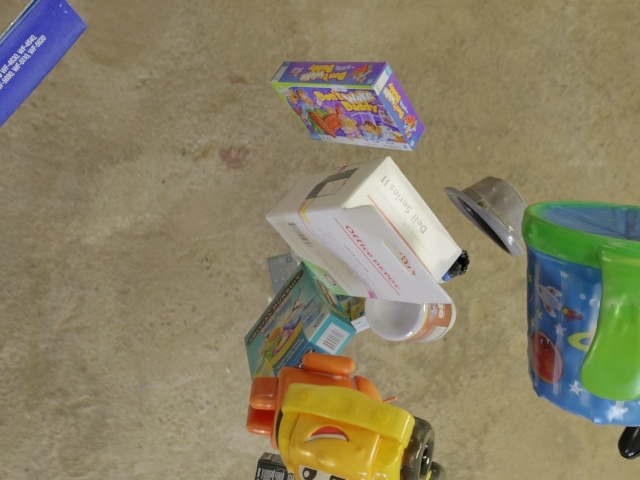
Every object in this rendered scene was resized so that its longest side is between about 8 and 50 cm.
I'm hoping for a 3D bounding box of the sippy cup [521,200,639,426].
[{"bbox_3d":[0.344,0.084,0.763,0.306,0.240,0.223,-6,108,-31],"label":"sippy cup"}]

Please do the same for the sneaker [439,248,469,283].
[{"bbox_3d":[0.327,0.037,1.587,0.058,0.085,0.152,52,37,-23],"label":"sneaker"}]

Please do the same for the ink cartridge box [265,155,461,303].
[{"bbox_3d":[0.078,-0.013,1.048,0.119,0.353,0.207,-48,110,-20],"label":"ink cartridge box"}]

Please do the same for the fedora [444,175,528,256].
[{"bbox_3d":[0.467,-0.084,1.724,0.124,0.244,0.275,-43,42,4],"label":"fedora"}]

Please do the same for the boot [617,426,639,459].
[{"bbox_3d":[0.508,0.290,1.059,0.099,0.045,0.121,36,98,-24],"label":"boot"}]

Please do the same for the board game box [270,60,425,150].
[{"bbox_3d":[0.066,-0.347,1.664,0.347,0.233,0.078,14,66,42],"label":"board game box"}]

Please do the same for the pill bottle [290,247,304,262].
[{"bbox_3d":[0.000,0.000,1.614,0.103,0.184,0.103,11,68,-29],"label":"pill bottle"}]

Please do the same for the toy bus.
[{"bbox_3d":[0.015,0.270,0.613,0.150,0.220,0.211,9,51,26],"label":"toy bus"}]

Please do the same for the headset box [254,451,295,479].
[{"bbox_3d":[-0.012,0.620,1.463,0.294,0.110,0.217,9,84,5],"label":"headset box"}]

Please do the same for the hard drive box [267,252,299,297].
[{"bbox_3d":[-0.084,0.166,1.931,0.089,0.181,0.232,-13,78,0],"label":"hard drive box"}]

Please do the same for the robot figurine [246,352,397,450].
[{"bbox_3d":[0.001,0.258,0.984,0.220,0.128,0.158,9,66,-5],"label":"robot figurine"}]

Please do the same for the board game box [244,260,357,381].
[{"bbox_3d":[-0.061,0.216,1.484,0.079,0.336,0.253,35,97,-19],"label":"board game box"}]

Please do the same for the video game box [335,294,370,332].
[{"bbox_3d":[0.063,0.170,1.688,0.048,0.187,0.205,47,29,-24],"label":"video game box"}]

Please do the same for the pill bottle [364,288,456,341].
[{"bbox_3d":[0.181,0.133,1.237,0.121,0.216,0.121,-6,79,29],"label":"pill bottle"}]

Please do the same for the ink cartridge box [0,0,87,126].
[{"bbox_3d":[-0.377,-0.207,0.780,0.065,0.333,0.165,42,74,-30],"label":"ink cartridge box"}]
